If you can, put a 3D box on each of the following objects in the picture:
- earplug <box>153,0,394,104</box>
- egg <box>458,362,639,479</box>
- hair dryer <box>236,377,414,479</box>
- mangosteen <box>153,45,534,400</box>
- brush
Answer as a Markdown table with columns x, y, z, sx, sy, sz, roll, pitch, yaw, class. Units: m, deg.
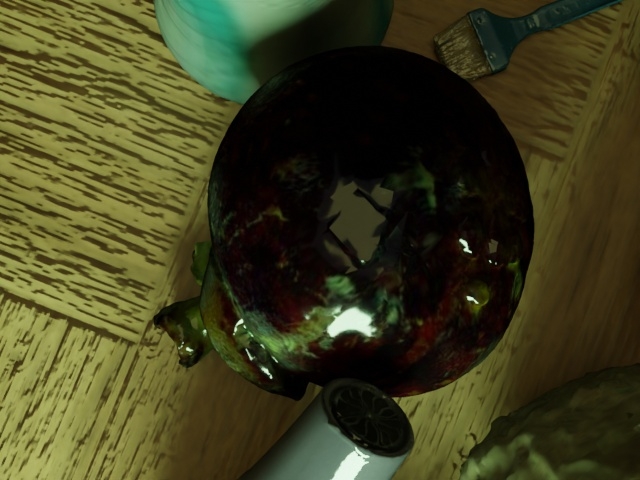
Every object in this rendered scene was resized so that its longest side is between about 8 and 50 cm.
| x | y | z | sx | sy | sz | roll | pitch | yaw | class |
| --- | --- | --- | --- | --- | --- | --- | --- | --- | --- |
| -0.032 | -0.206 | 0.659 | 0.185 | 0.324 | 0.184 | 0 | 84 | -1 | earplug |
| 0.234 | 0.203 | 0.661 | 0.311 | 0.279 | 0.279 | 10 | 85 | 9 | egg |
| 0.041 | 0.289 | 0.641 | 0.361 | 0.121 | 0.301 | 43 | 120 | 17 | hair dryer |
| 0.000 | 0.000 | 0.716 | 0.289 | 0.231 | 0.231 | -19 | 85 | 31 | mangosteen |
| 0.166 | -0.168 | 0.816 | 0.164 | 0.014 | 0.051 | -22 | 88 | -4 | brush |
